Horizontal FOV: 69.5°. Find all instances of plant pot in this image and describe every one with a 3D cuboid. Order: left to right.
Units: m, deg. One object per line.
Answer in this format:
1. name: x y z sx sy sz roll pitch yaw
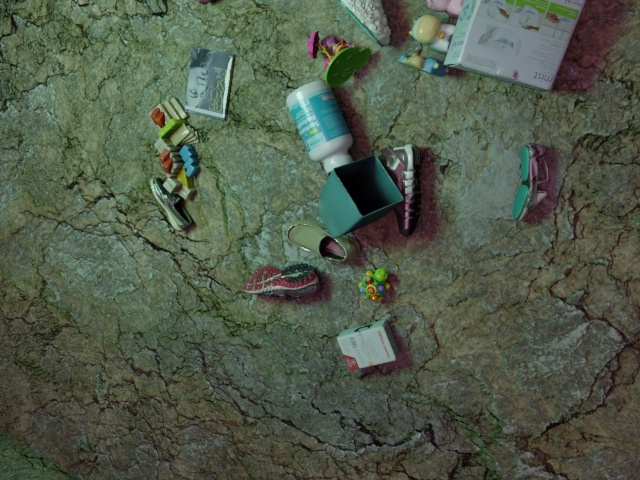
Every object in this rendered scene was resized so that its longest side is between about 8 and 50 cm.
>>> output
1. plant pot: 0.099 -0.110 1.407 0.165 0.166 0.234 59 149 13

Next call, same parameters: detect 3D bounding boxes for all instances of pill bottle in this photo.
1. pill bottle: 0.008 -0.346 1.429 0.146 0.146 0.264 -23 94 24

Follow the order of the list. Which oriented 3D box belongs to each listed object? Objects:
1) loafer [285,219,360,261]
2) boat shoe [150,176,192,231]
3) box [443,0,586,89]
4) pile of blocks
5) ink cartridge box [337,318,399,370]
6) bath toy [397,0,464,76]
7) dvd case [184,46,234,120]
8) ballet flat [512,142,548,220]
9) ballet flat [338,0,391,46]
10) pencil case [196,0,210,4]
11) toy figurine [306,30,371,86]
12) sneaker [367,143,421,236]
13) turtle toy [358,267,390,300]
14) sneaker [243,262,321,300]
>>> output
1. loafer: 0.000 0.000 1.544 0.269 0.092 0.101 16 108 16
2. boat shoe: -0.552 -0.142 1.728 0.073 0.080 0.223 -24 99 18
3. box: 0.487 -0.529 1.171 0.262 0.126 0.231 11 109 -7
4. pile of blocks: -0.520 -0.325 1.650 0.149 0.113 0.362 -8 100 22
5. ink cartridge box: 0.165 0.358 1.578 0.175 0.072 0.127 -20 95 23
6. bath toy: 0.338 -0.635 1.252 0.129 0.151 0.348 34 108 34
7. dvd case: -0.387 -0.543 1.600 0.165 0.018 0.221 17 108 16
8. ballet flat: 0.599 -0.161 1.300 0.079 0.077 0.221 2 104 0
9. ballet flat: 0.071 -0.737 1.313 0.409 0.147 0.147 45 113 5
10. pencil case: -0.273 -0.884 1.401 0.386 0.160 0.167 -21 86 24
11. toy figurine: 0.038 -0.573 1.389 0.159 0.173 0.130 50 159 20
12. sneaker: 0.222 -0.156 1.432 0.163 0.106 0.281 5 96 27
13. turtle toy: 0.181 0.145 1.525 0.095 0.066 0.130 34 112 10
14. sneaker: -0.142 0.163 1.629 0.299 0.120 0.112 -5 132 29
